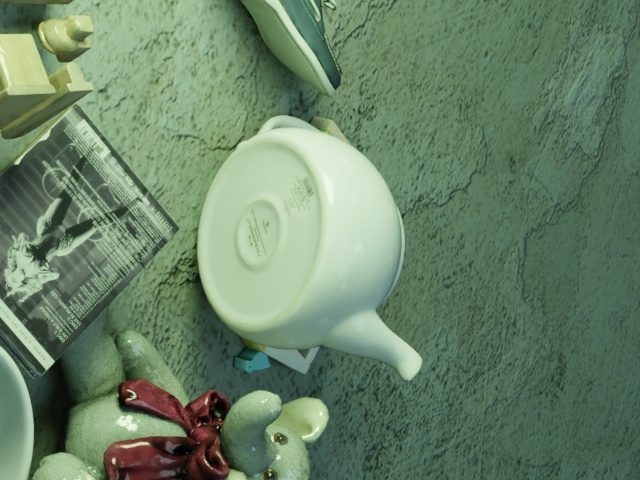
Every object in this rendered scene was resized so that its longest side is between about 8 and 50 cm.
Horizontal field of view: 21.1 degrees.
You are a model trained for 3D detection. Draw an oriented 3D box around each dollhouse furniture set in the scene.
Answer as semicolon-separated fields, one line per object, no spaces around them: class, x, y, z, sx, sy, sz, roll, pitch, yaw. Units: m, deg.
dollhouse furniture set;-0.294;-0.177;1.570;0.144;0.123;0.151;-9;74;-53

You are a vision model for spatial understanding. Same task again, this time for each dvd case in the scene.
dvd case;-0.253;-0.002;1.639;0.164;0.018;0.221;52;55;-16

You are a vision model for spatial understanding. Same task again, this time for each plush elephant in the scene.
plush elephant;-0.124;0.221;1.723;0.330;0.255;0.272;78;9;-48

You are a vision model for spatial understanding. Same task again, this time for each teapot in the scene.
teapot;0.000;0.000;1.854;0.187;0.252;0.256;9;93;-43

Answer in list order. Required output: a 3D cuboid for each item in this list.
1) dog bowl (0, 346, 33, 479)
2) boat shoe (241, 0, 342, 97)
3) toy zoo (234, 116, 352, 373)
dog bowl;-0.383;0.194;1.515;0.265;0.104;0.265;-24;121;-49
boat shoe;-0.035;-0.256;1.853;0.079;0.095;0.254;-51;131;-14
toy zoo;-0.023;0.027;2.025;0.293;0.030;0.192;-62;143;-19
